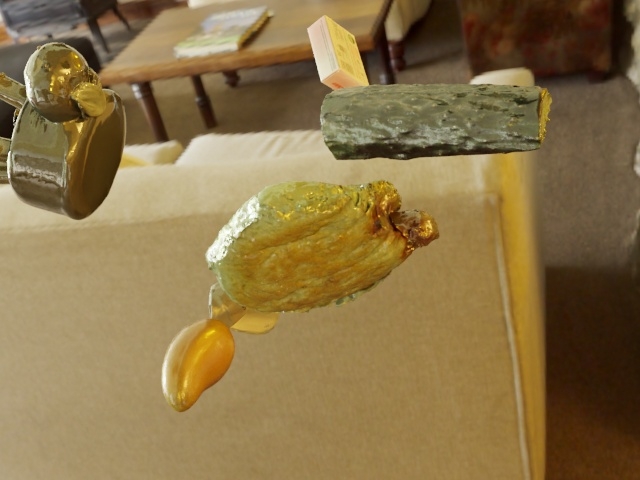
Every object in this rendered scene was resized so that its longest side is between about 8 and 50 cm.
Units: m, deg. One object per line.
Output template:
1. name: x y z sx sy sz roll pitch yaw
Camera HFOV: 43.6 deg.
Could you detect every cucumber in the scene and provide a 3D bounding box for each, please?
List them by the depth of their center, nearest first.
1. cucumber: 0.103 -0.120 0.736 0.211 0.062 0.078 -1 43 35

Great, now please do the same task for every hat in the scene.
1. hat: -0.177 0.145 1.886 0.175 0.085 0.147 10 48 -10

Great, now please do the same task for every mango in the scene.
1. mango: -0.187 0.180 1.185 0.084 0.102 0.184 -5 20 21

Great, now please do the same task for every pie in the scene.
1. pie: -0.025 0.004 1.565 0.418 0.395 0.180 8 54 -43

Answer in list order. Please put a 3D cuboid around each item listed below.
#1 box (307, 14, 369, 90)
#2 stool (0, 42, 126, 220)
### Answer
1. box: 0.031 -0.318 1.392 0.043 0.089 0.125 -30 58 29
2. stool: -0.309 -0.133 0.926 0.139 0.228 0.153 16 31 3
